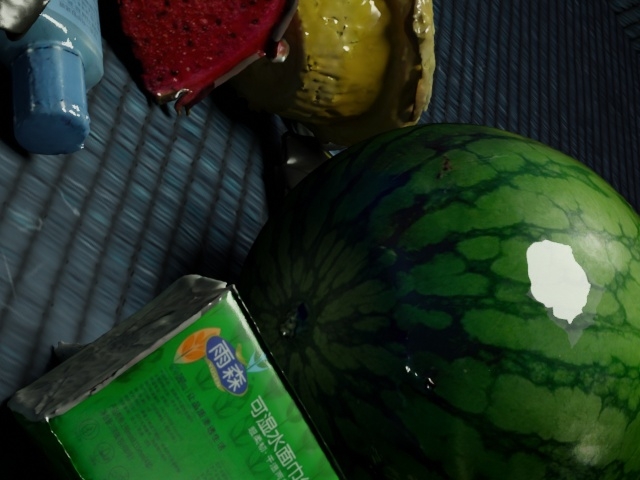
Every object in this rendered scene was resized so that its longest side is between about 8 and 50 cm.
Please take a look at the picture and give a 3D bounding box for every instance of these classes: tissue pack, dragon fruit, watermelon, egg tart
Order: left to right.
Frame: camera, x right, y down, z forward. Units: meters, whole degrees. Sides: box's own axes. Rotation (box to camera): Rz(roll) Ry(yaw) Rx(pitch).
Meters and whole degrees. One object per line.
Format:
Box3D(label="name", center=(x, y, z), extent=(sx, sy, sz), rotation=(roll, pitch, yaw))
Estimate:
Box3D(label="tissue pack", center=(-0.083, 0.145, 1.142), extent=(0.209, 0.148, 0.156), rotation=(60, -18, -15))
Box3D(label="dragon fruit", center=(-0.086, -0.243, 1.423), extent=(0.126, 0.161, 0.274), rotation=(-94, 173, -52))
Box3D(label="egg tart", center=(-0.016, -0.196, 1.555), extent=(0.118, 0.288, 0.288), rotation=(-24, 91, -33))
Box3D(label="watermelon", center=(0.101, 0.081, 1.370), extent=(0.363, 0.363, 0.363), rotation=(50, 27, -37))

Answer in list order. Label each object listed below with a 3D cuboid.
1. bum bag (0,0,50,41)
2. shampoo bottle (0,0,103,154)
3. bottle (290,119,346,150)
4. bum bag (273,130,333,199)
Box3D(label="bum bag", center=(-0.248, -0.248, 1.224), extent=(0.142, 0.080, 0.326), rotation=(27, 43, -36))
Box3D(label="shampoo bottle", center=(-0.196, -0.176, 1.293), extent=(0.104, 0.061, 0.258), rotation=(43, 31, -50))
Box3D(label="bottle", center=(0.005, -0.198, 1.775), extent=(0.096, 0.079, 0.253), rotation=(44, 31, -34))
Box3D(label="bum bag", center=(0.000, 0.000, 1.586), extent=(0.107, 0.060, 0.232), rotation=(37, 33, -36))
